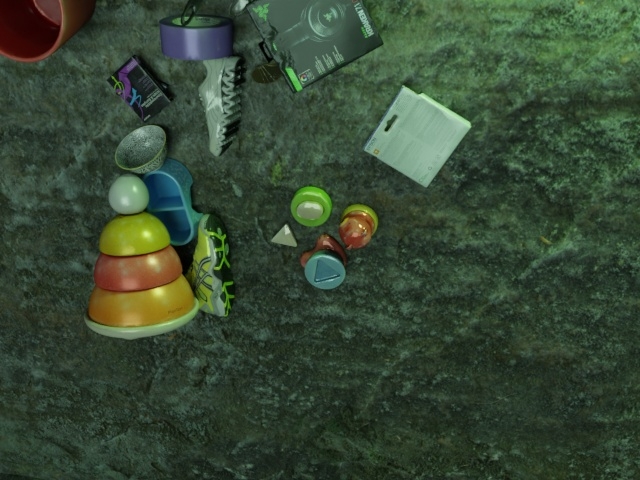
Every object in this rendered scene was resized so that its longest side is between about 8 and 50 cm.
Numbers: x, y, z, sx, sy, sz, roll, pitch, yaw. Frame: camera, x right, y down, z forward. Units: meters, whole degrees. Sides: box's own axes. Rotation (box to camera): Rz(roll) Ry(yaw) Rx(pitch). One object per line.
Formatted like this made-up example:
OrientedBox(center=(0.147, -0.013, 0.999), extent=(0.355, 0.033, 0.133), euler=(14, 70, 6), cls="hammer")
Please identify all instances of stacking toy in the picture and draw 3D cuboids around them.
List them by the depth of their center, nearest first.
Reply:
OrientedBox(center=(-0.563, 0.031, 1.861), extent=(0.351, 0.350, 0.479), euler=(2, 105, 9), cls="stacking toy")
OrientedBox(center=(0.000, 0.000, 1.873), extent=(0.279, 0.130, 0.309), euler=(29, 120, -7), cls="stacking toy")

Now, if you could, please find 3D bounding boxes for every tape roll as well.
OrientedBox(center=(-0.324, -0.536, 1.584), extent=(0.189, 0.189, 0.080), euler=(7, 122, 6), cls="tape roll")

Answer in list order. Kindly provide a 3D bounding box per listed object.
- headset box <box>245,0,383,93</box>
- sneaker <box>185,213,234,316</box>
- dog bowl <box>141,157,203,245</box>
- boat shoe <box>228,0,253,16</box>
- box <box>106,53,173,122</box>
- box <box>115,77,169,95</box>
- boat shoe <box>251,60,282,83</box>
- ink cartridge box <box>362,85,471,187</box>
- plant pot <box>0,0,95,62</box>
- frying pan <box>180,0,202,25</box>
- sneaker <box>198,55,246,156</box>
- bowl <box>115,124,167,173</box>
OrientedBox(center=(-0.024, -0.546, 1.527), extent=(0.283, 0.131, 0.246), euler=(-26, 112, 8), cls="headset box")
OrientedBox(center=(-0.379, 0.092, 1.987), extent=(0.147, 0.145, 0.384), euler=(4, 119, 7), cls="sneaker")
OrientedBox(center=(-0.479, -0.114, 1.925), extent=(0.166, 0.074, 0.297), euler=(-4, 118, 13), cls="dog bowl")
OrientedBox(center=(-0.200, -0.641, 1.588), extent=(0.046, 0.038, 0.125), euler=(43, 118, -15), cls="boat shoe")
OrientedBox(center=(-0.520, -0.434, 1.738), extent=(0.116, 0.029, 0.162), euler=(-32, 111, 24), cls="box")
OrientedBox(center=(-0.523, -0.443, 1.767), extent=(0.137, 0.027, 0.094), euler=(26, 119, -5), cls="box")
OrientedBox(center=(-0.121, -0.482, 1.670), extent=(0.153, 0.048, 0.056), euler=(-20, 121, 27), cls="boat shoe")
OrientedBox(center=(0.269, -0.295, 1.703), extent=(0.224, 0.045, 0.223), euler=(30, 120, -7), cls="ink cartridge box")
OrientedBox(center=(-0.732, -0.630, 1.570), extent=(0.275, 0.243, 0.275), euler=(5, 120, 8), cls="plant pot")
OrientedBox(center=(-0.237, -0.690, 1.504), extent=(0.197, 0.053, 0.326), euler=(3, 109, -24), cls="frying pan")
OrientedBox(center=(-0.291, -0.388, 1.723), extent=(0.118, 0.110, 0.292), euler=(16, 113, 9), cls="sneaker")
OrientedBox(center=(-0.524, -0.258, 1.818), extent=(0.170, 0.170, 0.080), euler=(-10, 144, 15), cls="bowl")
